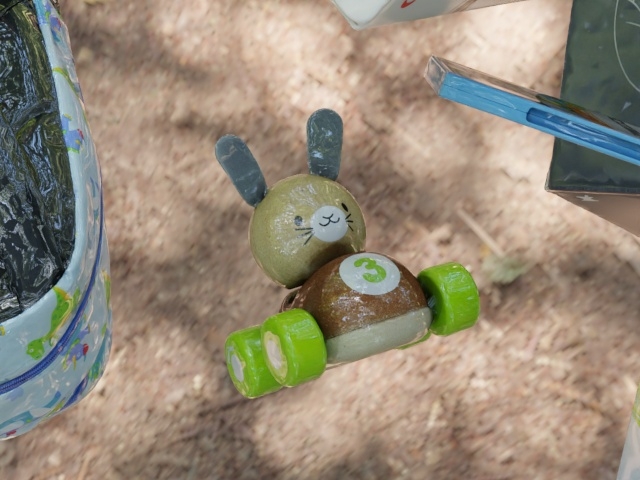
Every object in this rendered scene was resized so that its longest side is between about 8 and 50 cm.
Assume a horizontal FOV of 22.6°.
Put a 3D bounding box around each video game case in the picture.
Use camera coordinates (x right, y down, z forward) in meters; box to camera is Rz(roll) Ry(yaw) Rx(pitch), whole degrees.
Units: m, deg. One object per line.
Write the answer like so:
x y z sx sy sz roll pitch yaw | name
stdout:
0.137 -0.060 0.837 0.166 0.119 0.015 19 101 -4 | video game case

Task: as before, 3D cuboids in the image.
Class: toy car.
0.000 0.000 1.158 0.155 0.149 0.188 -16 85 -25 | toy car

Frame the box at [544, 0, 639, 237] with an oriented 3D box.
0.541 -0.242 1.742 0.297 0.480 0.472 21 76 -56 | box

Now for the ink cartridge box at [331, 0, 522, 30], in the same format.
0.088 -0.185 0.765 0.086 0.148 0.203 53 31 10 | ink cartridge box

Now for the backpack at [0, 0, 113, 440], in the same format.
-0.284 -0.021 1.193 0.290 0.273 0.355 -18 43 -13 | backpack

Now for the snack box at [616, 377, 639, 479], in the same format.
0.252 0.175 0.928 0.070 0.207 0.174 -26 51 -21 | snack box
